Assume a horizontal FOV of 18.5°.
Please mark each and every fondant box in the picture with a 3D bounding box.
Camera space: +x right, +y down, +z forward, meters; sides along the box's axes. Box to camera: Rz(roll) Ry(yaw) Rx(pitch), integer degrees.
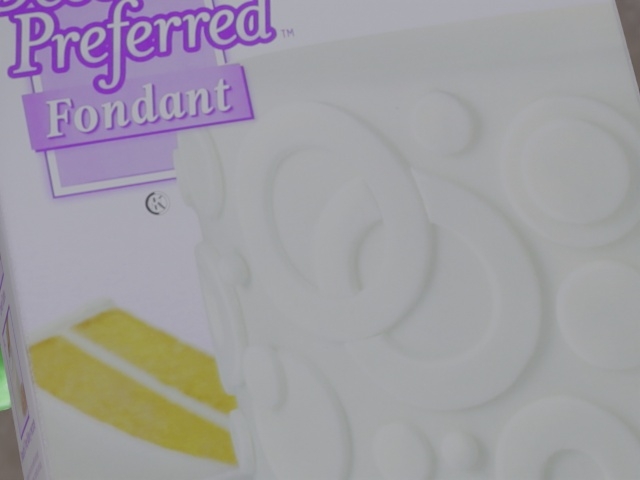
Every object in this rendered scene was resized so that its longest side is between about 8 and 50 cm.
[{"bbox_3d":[0.000,0.000,0.723,0.238,0.330,0.096,-9,165,-13],"label":"fondant box"}]

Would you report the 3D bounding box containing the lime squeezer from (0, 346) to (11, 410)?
[{"bbox_3d":[-0.225,0.048,1.110,0.310,0.110,0.059,-7,-173,-14],"label":"lime squeezer"}]
